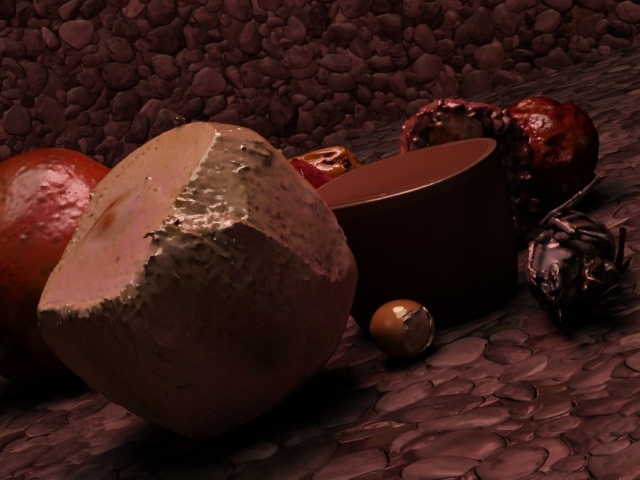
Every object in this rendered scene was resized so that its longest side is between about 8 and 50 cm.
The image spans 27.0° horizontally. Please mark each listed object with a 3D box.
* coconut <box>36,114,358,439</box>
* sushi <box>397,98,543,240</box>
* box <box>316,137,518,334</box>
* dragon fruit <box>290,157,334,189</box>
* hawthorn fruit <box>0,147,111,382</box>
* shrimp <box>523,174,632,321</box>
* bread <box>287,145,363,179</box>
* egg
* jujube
[{"bbox_3d":[-0.142,0.073,1.748,0.405,0.404,0.404,-17,12,4],"label":"coconut"},{"bbox_3d":[0.213,-0.100,2.141,0.237,0.270,0.171,-13,10,-9],"label":"sushi"},{"bbox_3d":[0.145,-0.003,1.929,0.301,0.216,0.301,-20,12,4],"label":"box"},{"bbox_3d":[0.000,0.000,2.270,0.189,0.163,0.261,-3,44,-13],"label":"dragon fruit"},{"bbox_3d":[-0.465,0.066,2.221,0.403,0.402,0.403,-17,12,4],"label":"hawthorn fruit"},{"bbox_3d":[0.323,0.012,1.709,0.137,0.172,0.372,-11,5,6],"label":"shrimp"},{"bbox_3d":[0.007,-0.073,2.445,0.211,0.235,0.099,-15,48,16],"label":"bread"},{"bbox_3d":[0.104,0.117,1.770,0.080,0.080,0.096,-26,18,-32],"label":"egg"},{"bbox_3d":[0.383,-0.149,2.306,0.197,0.197,0.290,-19,-1,-3],"label":"jujube"}]
